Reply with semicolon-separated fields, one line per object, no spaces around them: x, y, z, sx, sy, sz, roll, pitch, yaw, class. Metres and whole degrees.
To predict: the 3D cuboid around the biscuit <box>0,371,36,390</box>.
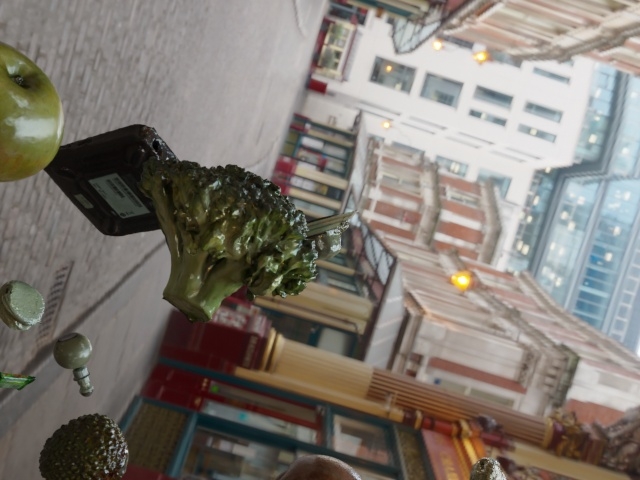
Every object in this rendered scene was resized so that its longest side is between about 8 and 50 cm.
-0.605;0.273;1.389;0.046;0.016;0.089;-35;154;13;biscuit

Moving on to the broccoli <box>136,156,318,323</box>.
-0.160;0.003;1.069;0.288;0.248;0.245;18;-103;43;broccoli

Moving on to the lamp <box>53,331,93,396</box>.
-0.594;0.309;1.752;0.091;0.091;0.163;-90;165;-76;lamp

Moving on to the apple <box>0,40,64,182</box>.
-0.585;-0.232;1.275;0.194;0.261;0.261;-35;-159;23;apple

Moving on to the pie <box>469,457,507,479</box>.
0.384;0.675;1.652;0.337;0.075;0.337;-2;90;-65;pie

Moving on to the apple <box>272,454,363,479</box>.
-0.040;0.748;1.982;0.345;0.269;0.345;-36;-166;11;apple

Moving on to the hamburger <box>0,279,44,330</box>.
-0.772;0.165;1.840;0.062;0.133;0.140;-25;-154;16;hamburger

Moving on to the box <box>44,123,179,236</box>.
-0.527;-0.148;1.937;0.359;0.350;0.091;59;27;-45;box

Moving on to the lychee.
-0.461;0.417;1.390;0.171;0.171;0.171;-163;-90;-86;lychee

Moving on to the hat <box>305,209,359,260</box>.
0.000;0.000;1.940;0.252;0.252;0.110;154;-80;-84;hat
